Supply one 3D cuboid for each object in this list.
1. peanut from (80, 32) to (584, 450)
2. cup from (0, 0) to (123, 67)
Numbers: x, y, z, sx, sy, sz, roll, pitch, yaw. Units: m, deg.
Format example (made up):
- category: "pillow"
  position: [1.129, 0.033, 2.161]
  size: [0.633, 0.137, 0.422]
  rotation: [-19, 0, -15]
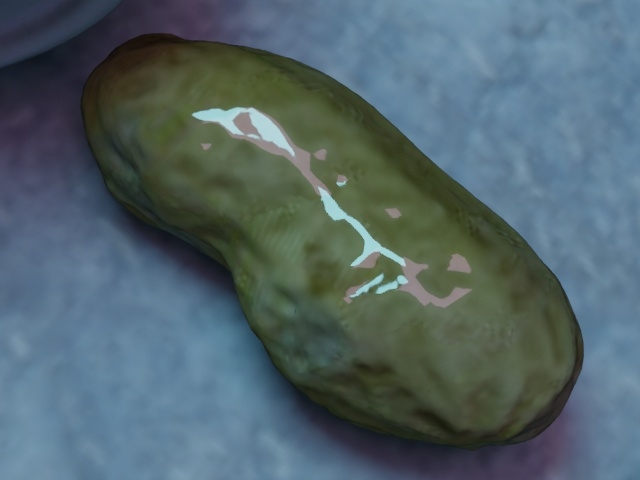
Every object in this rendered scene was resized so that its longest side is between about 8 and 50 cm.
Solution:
- category: "peanut"
  position: [0.000, 0.000, 0.525]
  size: [0.174, 0.080, 0.080]
  rotation: [39, 66, 7]
- category: "cup"
  position: [-0.144, -0.215, 0.498]
  size: [0.212, 0.212, 0.317]
  rotation: [-5, 72, -15]
